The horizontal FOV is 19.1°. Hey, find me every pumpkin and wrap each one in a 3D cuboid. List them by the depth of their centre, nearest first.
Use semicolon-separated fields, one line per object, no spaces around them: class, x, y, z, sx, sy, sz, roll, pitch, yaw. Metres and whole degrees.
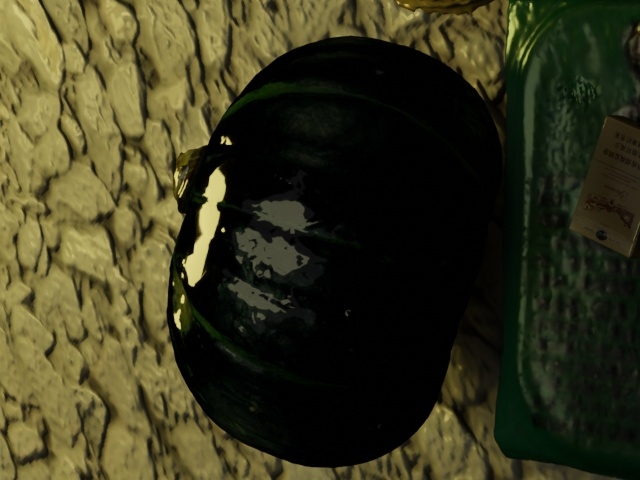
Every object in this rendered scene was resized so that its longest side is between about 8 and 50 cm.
pumpkin;0.000;0.000;1.394;0.238;0.315;0.315;19;107;6

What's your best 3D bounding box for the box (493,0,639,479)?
box;0.254;-0.002;1.300;0.264;0.106;0.337;5;95;41

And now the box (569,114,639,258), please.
box;0.202;-0.036;1.259;0.053;0.024;0.083;30;113;37

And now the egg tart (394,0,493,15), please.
egg tart;0.106;-0.284;1.419;0.241;0.106;0.241;1;92;44
